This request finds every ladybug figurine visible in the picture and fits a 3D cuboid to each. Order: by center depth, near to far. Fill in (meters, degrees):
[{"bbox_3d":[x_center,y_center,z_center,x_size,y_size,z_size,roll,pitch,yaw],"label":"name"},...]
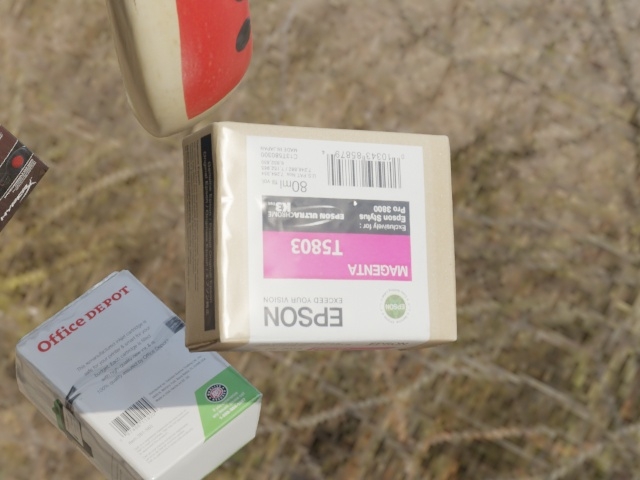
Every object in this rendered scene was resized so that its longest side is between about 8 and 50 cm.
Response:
[{"bbox_3d":[-0.171,-0.312,1.924,0.161,0.449,0.305,-10,55,-4],"label":"ladybug figurine"}]

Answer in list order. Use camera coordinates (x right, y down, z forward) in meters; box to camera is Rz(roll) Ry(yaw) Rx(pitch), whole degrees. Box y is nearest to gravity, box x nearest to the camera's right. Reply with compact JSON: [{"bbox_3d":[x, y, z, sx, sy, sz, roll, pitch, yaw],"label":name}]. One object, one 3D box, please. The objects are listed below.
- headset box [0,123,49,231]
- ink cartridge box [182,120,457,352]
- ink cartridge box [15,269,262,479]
[{"bbox_3d":[-0.440,-0.135,1.725,0.218,0.110,0.293,34,-6,20],"label":"headset box"},{"bbox_3d":[0.000,0.000,1.478,0.234,0.193,0.088,1,-8,-26],"label":"ink cartridge box"},{"bbox_3d":[-0.195,0.160,1.768,0.219,0.160,0.093,41,-31,22],"label":"ink cartridge box"}]
